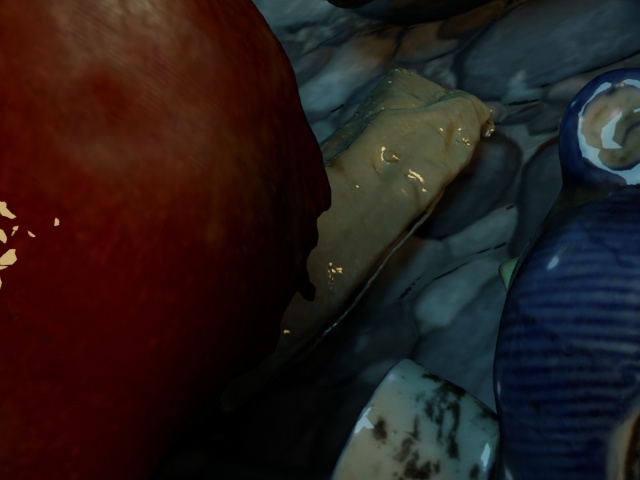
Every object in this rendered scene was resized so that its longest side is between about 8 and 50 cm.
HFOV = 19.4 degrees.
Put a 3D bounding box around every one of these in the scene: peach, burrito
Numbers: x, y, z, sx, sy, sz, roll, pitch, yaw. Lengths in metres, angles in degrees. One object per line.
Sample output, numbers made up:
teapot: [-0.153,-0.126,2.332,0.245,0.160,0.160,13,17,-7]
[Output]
peach: [-0.217,-0.003,0.702,0.406,0.310,0.335,-17,43,32]
burrito: [-0.002,-0.002,0.826,0.229,0.063,0.058,-47,3,-35]

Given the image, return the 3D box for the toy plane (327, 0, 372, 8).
toy plane: [0.159,-0.192,0.921,0.316,0.103,0.204,1,48,20]

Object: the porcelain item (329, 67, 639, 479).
porcelain item: [0.068,0.089,0.524,0.186,0.288,0.138,27,23,9]

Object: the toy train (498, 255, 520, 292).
toy train: [0.191,0.020,0.659,0.285,0.116,0.177,-22,29,5]
